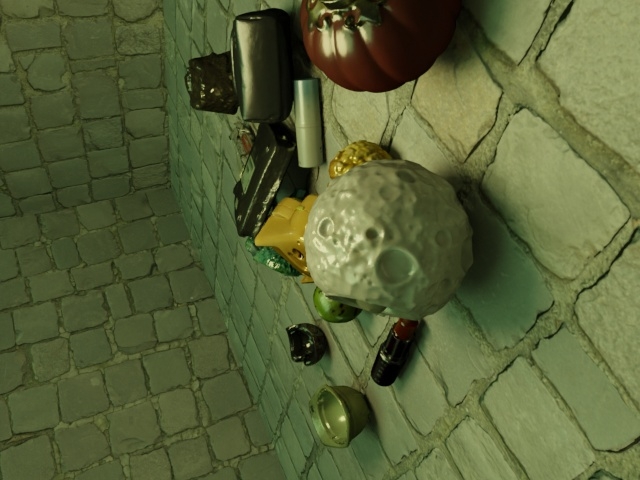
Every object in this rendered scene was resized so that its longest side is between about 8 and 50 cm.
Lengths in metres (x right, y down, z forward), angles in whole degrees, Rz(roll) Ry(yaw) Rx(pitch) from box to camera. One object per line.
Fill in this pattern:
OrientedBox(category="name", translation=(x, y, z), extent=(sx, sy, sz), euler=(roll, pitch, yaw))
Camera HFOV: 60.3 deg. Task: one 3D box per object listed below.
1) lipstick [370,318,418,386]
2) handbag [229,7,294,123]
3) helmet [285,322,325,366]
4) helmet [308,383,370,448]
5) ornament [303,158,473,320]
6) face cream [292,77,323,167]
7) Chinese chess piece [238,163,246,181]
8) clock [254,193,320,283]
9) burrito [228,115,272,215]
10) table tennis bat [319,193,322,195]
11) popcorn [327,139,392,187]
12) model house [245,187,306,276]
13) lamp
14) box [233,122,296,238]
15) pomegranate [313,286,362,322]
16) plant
OrientedBox(category="lipstick", translation=(0.196, 0.286, 1.443), extent=(0.081, 0.081, 0.299), euler=(59, 152, 34))
OrientedBox(category="handbag", translation=(-0.173, -0.515, 1.601), extent=(0.275, 0.178, 0.301), euler=(-91, -2, -63))
OrientedBox(category="helmet", translation=(-0.038, 0.370, 2.007), extent=(0.177, 0.107, 0.153), euler=(1, 102, 47))
OrientedBox(category="helmet", translation=(0.080, 0.557, 1.791), extent=(0.257, 0.137, 0.204), euler=(-46, 60, 56))
OrientedBox(category="ornament", translation=(0.135, -0.006, 1.103), extent=(0.337, 0.337, 0.336), euler=(45, 143, 50))
OrientedBox(category="face cream", translation=(-0.036, -0.343, 1.607), extent=(0.077, 0.077, 0.249), euler=(34, 134, 57))
OrientedBox(category="Chinese chess piece", translation=(-0.234, -0.228, 2.056), extent=(0.058, 0.144, 0.144), euler=(-28, -74, -76))
OrientedBox(category="clock", translation=(0.000, 0.000, 1.456), extent=(0.244, 0.200, 0.317), euler=(39, 166, -23))
OrientedBox(category="burrito", translation=(-0.277, -0.285, 2.164), extent=(0.139, 0.101, 0.445), euler=(154, 102, -81))
OrientedBox(category="table tennis bat", translation=(0.084, -0.071, 1.556), extent=(0.310, 0.038, 0.200), euler=(34, 134, 53))
OrientedBox(category="popcorn", translation=(0.100, -0.147, 1.310), extent=(0.170, 0.180, 0.179), euler=(-77, -12, -60))
OrientedBox(category="model house", translation=(-0.084, -0.036, 1.757), extent=(0.261, 0.226, 0.241), euler=(37, 111, 54))
OrientedBox(category="lamp", translation=(0.104, -0.418, 0.999), extent=(0.303, 0.257, 0.302), euler=(-8, 77, 36))
OrientedBox(category="box", translation=(-0.198, -0.212, 1.801), extent=(0.350, 0.091, 0.359), euler=(-64, 21, 18))
OrientedBox(category="pomegranate", translation=(0.066, 0.142, 1.582), extent=(0.156, 0.156, 0.220), euler=(54, 131, 41))
OrientedBox(category="plant", translation=(-0.317, -0.541, 1.902), extent=(0.199, 0.276, 0.188), euler=(-37, 73, 56))
